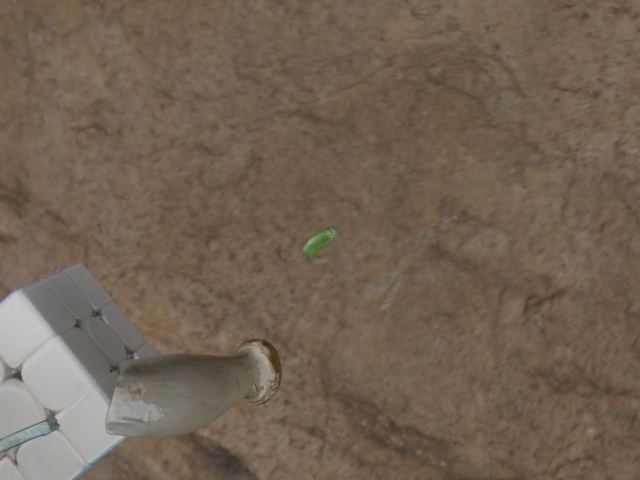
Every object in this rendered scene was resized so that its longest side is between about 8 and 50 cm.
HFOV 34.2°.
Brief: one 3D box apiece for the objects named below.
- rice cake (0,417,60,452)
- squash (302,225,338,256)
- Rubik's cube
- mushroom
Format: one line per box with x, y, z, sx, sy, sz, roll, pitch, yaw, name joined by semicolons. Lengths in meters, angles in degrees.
-0.404;0.267;1.419;0.121;0.022;0.021;-26;88;28;rice cake
0.001;-0.001;1.405;0.027;0.027;0.089;60;145;5;squash
-0.461;0.249;1.738;0.292;0.290;0.291;-40;91;10;Rubik's cube
-0.196;0.225;1.576;0.128;0.350;0.128;7;100;41;mushroom
